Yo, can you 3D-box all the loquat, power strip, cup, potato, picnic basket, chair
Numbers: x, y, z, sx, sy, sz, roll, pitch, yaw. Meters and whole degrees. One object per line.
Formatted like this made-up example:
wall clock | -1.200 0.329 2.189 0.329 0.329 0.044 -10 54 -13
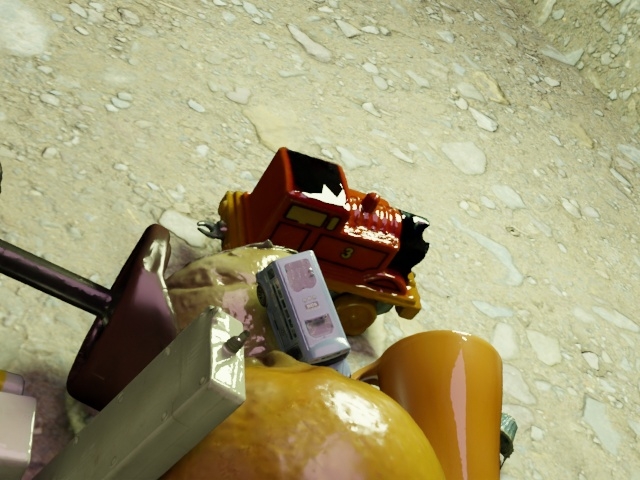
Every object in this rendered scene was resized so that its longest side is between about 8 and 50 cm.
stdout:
loquat | -0.029 0.274 0.893 0.328 0.328 0.328 22 35 -17
power strip | -0.185 0.195 0.835 0.043 0.367 0.106 33 28 -28
cup | 0.146 0.261 1.217 0.226 0.182 0.264 -3 45 6
potato | -0.097 0.159 1.081 0.189 0.211 0.264 6 43 -47
picnic basket | 0.262 0.300 1.335 0.065 0.083 0.083 43 72 3
chair | -0.327 0.030 0.973 0.401 0.226 0.226 28 34 -14

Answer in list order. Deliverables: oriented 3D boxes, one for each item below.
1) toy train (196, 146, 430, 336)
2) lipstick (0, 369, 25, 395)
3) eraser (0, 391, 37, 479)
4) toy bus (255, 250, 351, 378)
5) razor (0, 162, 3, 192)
toy train | 0.000 0.000 1.339 0.369 0.232 0.163 15 41 -23
lipstick | -0.442 0.134 0.919 0.264 0.059 0.059 23 34 -34
eraser | -0.431 0.185 0.845 0.287 0.130 0.086 17 39 -24
toy bus | -0.015 0.101 1.037 0.073 0.076 0.167 -16 77 -26
razor | -0.582 -0.144 1.142 0.349 0.113 0.204 40 33 10
